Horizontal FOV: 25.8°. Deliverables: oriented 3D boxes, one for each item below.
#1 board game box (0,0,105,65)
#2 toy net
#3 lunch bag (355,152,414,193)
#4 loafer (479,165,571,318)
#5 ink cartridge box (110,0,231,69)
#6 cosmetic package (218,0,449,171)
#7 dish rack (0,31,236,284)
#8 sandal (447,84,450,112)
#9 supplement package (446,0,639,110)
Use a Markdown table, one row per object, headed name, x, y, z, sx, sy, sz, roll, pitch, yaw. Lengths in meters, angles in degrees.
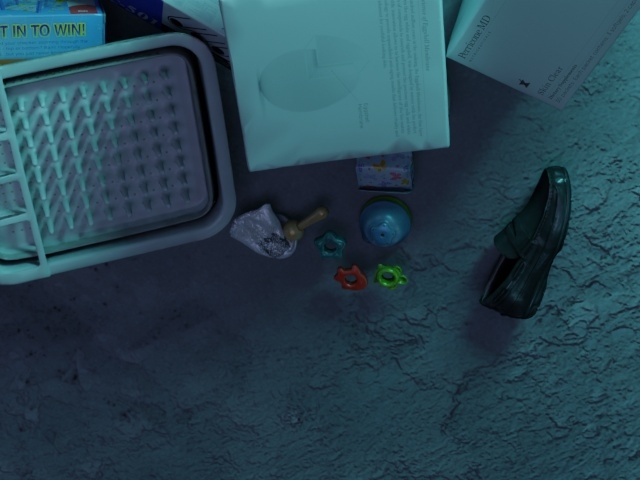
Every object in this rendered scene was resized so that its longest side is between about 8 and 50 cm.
| name | x | y | z | sx | sy | sz | roll | pitch | yaw |
| --- | --- | --- | --- | --- | --- | --- | --- | --- | --- |
| board game box | -0.418 | -0.146 | 1.697 | 0.308 | 0.086 | 0.302 | -4 | 121 | -15 |
| toy net | 0.000 | 0.000 | 1.813 | 0.232 | 0.045 | 0.122 | 4 | 121 | 7 |
| lunch bag | 0.082 | -0.085 | 1.741 | 0.071 | 0.053 | 0.083 | 4 | 157 | 6 |
| loafer | 0.258 | 0.004 | 1.760 | 0.078 | 0.076 | 0.223 | 9 | 124 | -7 |
| ink cartridge box | -0.165 | -0.273 | 1.632 | 0.207 | 0.097 | 0.046 | 30 | 76 | 0 |
| cosmetic package | 0.017 | -0.212 | 1.505 | 0.225 | 0.138 | 0.224 | -6 | 130 | 2 |
| dish rack | -0.279 | -0.106 | 1.669 | 0.333 | 0.072 | 0.285 | -13 | 123 | -9 |
| sandal | 0.014 | -0.283 | 1.626 | 0.169 | 0.102 | 0.416 | -12 | 131 | 30 |
| supplement package | 0.265 | -0.309 | 1.467 | 0.145 | 0.204 | 0.262 | 24 | 141 | -6 |
